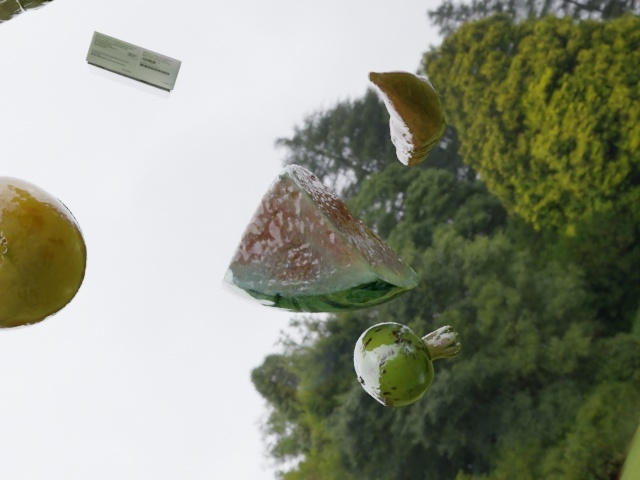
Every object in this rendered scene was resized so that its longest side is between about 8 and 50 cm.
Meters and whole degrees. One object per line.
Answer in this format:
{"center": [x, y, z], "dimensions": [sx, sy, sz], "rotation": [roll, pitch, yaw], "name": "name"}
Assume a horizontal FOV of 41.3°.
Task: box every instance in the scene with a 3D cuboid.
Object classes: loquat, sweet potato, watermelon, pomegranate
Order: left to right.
{"center": [-0.523, 0.022, 1.427], "dimensions": [0.263, 0.263, 0.263], "rotation": [-48, -27, -35], "name": "loquat"}
{"center": [0.000, 0.000, 1.146], "dimensions": [0.213, 0.261, 0.201], "rotation": [-23, -64, -78], "name": "watermelon"}
{"center": [0.113, 0.152, 1.103], "dimensions": [0.142, 0.114, 0.114], "rotation": [-23, -32, -6], "name": "pomegranate"}
{"center": [0.157, -0.191, 1.391], "dimensions": [0.354, 0.106, 0.095], "rotation": [46, -125, -71], "name": "sweet potato"}

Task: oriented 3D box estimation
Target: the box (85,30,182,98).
{"center": [-0.281, -0.260, 1.276], "dimensions": [0.129, 0.130, 0.051], "rotation": [-159, 87, -76], "name": "box"}

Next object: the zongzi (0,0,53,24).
{"center": [-0.454, -0.369, 1.133], "dimensions": [0.178, 0.081, 0.189], "rotation": [-24, -36, 7], "name": "zongzi"}
